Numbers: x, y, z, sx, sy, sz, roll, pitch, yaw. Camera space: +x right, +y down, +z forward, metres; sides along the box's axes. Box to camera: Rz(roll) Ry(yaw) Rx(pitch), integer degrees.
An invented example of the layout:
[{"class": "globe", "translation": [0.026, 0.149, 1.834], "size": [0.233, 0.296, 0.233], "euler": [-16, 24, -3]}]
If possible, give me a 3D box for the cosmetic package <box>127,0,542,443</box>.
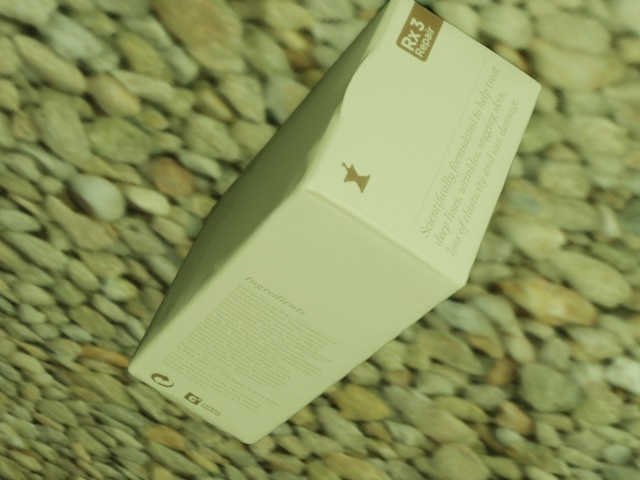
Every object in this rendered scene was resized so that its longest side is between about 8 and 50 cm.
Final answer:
[{"class": "cosmetic package", "translation": [0.000, 0.000, 0.754], "size": [0.085, 0.117, 0.231], "euler": [32, 148, -11]}]
